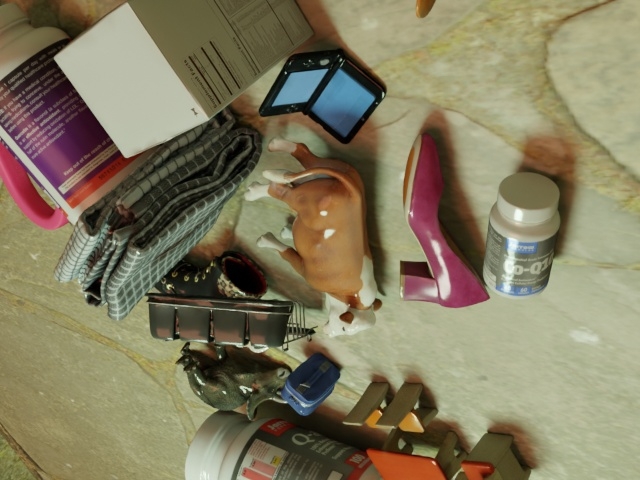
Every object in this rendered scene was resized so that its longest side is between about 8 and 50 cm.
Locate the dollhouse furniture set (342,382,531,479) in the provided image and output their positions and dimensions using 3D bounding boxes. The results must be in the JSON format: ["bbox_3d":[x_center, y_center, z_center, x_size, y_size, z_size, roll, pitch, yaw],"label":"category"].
[{"bbox_3d":[0.181,0.367,1.345,0.259,0.135,0.262,-8,121,48],"label":"dollhouse furniture set"}]

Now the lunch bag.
[{"bbox_3d":[-0.019,0.240,1.441,0.067,0.098,0.065,39,142,15],"label":"lunch bag"}]

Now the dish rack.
[{"bbox_3d":[-0.118,0.116,1.275,0.208,0.271,0.074,4,88,13],"label":"dish rack"}]

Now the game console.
[{"bbox_3d":[-0.001,-0.167,1.038,0.122,0.107,0.071,-49,59,54],"label":"game console"}]

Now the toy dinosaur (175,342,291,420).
[{"bbox_3d":[-0.196,0.269,1.622,0.314,0.121,0.160,-13,114,48],"label":"toy dinosaur"}]

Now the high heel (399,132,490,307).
[{"bbox_3d":[0.159,-0.019,1.051,0.117,0.082,0.244,1,119,3],"label":"high heel"}]

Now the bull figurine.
[{"bbox_3d":[0.000,0.000,1.177,0.188,0.101,0.310,26,142,25],"label":"bull figurine"}]

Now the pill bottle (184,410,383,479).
[{"bbox_3d":[-0.056,0.446,1.573,0.363,0.210,0.210,15,136,28],"label":"pill bottle"}]

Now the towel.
[{"bbox_3d":[-0.221,-0.034,1.199,0.121,0.283,0.235,44,145,-2],"label":"towel"}]

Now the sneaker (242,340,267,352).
[{"bbox_3d":[-0.123,0.168,1.519,0.109,0.040,0.043,1,125,43],"label":"sneaker"}]

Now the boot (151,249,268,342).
[{"bbox_3d":[-0.201,0.053,1.448,0.236,0.085,0.178,44,139,3],"label":"boot"}]

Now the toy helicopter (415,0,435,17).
[{"bbox_3d":[0.057,-0.353,0.738,0.235,0.140,0.355,38,142,4],"label":"toy helicopter"}]

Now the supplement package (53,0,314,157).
[{"bbox_3d":[-0.160,-0.229,1.011,0.194,0.203,0.149,-13,117,49],"label":"supplement package"}]

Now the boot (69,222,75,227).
[{"bbox_3d":[-0.453,-0.065,1.605,0.087,0.042,0.118,28,143,10],"label":"boot"}]

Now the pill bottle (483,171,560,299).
[{"bbox_3d":[0.228,-0.005,0.972,0.078,0.078,0.137,23,140,26],"label":"pill bottle"}]

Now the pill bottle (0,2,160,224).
[{"bbox_3d":[-0.398,-0.190,1.298,0.323,0.181,0.181,52,144,-11],"label":"pill bottle"}]

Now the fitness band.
[{"bbox_3d":[-0.517,-0.156,1.515,0.209,0.054,0.290,-2,113,44],"label":"fitness band"}]
